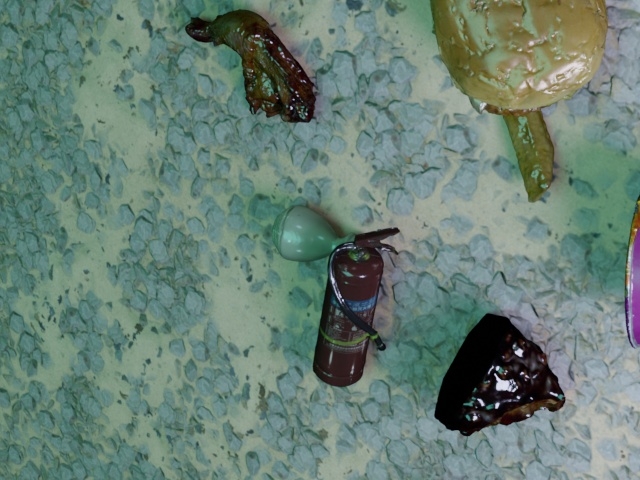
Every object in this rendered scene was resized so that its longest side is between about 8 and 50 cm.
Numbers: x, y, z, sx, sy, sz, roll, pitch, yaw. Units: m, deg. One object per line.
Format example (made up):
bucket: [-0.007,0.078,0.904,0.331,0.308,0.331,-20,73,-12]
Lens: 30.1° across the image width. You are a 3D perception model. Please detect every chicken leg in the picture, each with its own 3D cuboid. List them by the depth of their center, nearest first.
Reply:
chicken leg: [-0.123,-0.328,2.180,0.322,0.083,0.177,51,141,10]

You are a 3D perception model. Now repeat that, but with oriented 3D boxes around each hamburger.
hamburger: [0.299,-0.333,1.790,0.260,0.144,0.283,-20,96,8]

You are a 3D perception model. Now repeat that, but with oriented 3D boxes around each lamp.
lamp: [0.000,0.000,2.173,0.193,0.106,0.106,17,113,20]

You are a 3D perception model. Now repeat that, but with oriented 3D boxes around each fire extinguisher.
fire extinguisher: [0.066,0.112,2.110,0.105,0.142,0.341,-109,22,-47]

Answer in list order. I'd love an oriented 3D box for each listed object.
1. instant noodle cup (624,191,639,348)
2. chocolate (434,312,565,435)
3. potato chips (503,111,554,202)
instant noodle cup: [0.556,0.042,1.705,0.190,0.251,0.251,5,106,25]
chocolate: [0.318,0.255,1.979,0.177,0.224,0.206,30,86,-5]
potato chips: [0.285,-0.259,1.904,0.057,0.080,0.406,-29,87,54]
